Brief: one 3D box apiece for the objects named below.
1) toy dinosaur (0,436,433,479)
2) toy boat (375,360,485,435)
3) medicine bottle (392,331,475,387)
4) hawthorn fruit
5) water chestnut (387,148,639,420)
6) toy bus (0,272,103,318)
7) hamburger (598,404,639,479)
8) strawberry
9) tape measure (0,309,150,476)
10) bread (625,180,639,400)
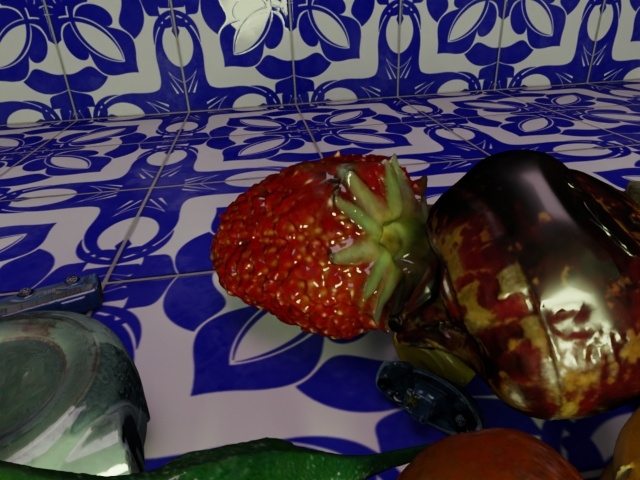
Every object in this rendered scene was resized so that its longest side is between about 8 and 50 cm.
[{"bbox_3d":[-0.077,0.160,0.348,0.447,0.301,0.087,-17,29,-22],"label":"toy dinosaur"},{"bbox_3d":[0.125,0.185,0.541,0.137,0.060,0.061,24,18,31],"label":"toy boat"},{"bbox_3d":[0.224,0.099,0.681,0.111,0.076,0.309,34,42,26],"label":"medicine bottle"},{"bbox_3d":[0.126,0.229,0.345,0.189,0.189,0.189,-2,27,1],"label":"hawthorn fruit"},{"bbox_3d":[0.226,0.048,0.503,0.289,0.244,0.289,18,42,-17],"label":"water chestnut"},{"bbox_3d":[-0.439,0.102,0.766,0.153,0.051,0.061,-16,43,-24],"label":"toy bus"},{"bbox_3d":[0.371,0.224,0.322,0.314,0.170,0.290,-12,29,-17],"label":"hamburger"},{"bbox_3d":[0.002,0.001,0.727,0.343,0.292,0.292,5,25,46],"label":"strawberry"},{"bbox_3d":[-0.308,0.199,0.466,0.256,0.147,0.275,-16,34,-20],"label":"tape measure"},{"bbox_3d":[0.465,0.052,0.577,0.196,0.252,0.238,6,24,26],"label":"bread"}]
